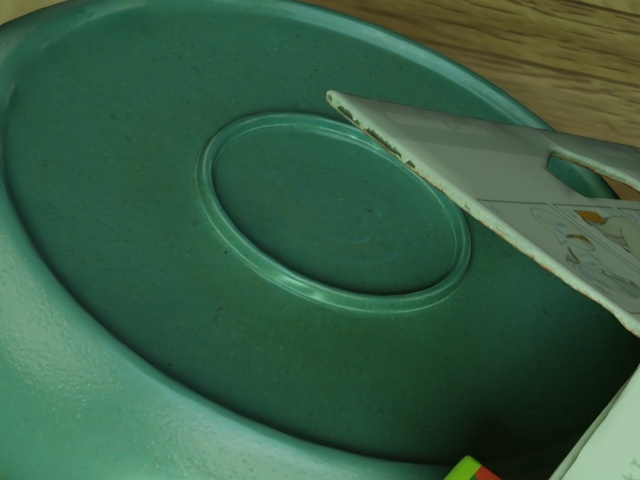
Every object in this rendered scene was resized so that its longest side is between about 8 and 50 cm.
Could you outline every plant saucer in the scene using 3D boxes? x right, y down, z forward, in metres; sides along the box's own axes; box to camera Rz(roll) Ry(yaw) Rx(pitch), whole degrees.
[{"bbox_3d":[0.000,0.000,0.608,0.318,0.043,0.317,15,37,-12],"label":"plant saucer"}]

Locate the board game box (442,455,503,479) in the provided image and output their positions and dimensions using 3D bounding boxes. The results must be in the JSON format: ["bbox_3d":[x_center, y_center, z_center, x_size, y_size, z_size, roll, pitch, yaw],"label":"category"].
[{"bbox_3d":[0.084,0.147,0.432,0.181,0.092,0.043,35,37,14],"label":"board game box"}]

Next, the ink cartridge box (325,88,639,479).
[{"bbox_3d":[0.139,0.050,0.535,0.239,0.060,0.275,37,17,26],"label":"ink cartridge box"}]
